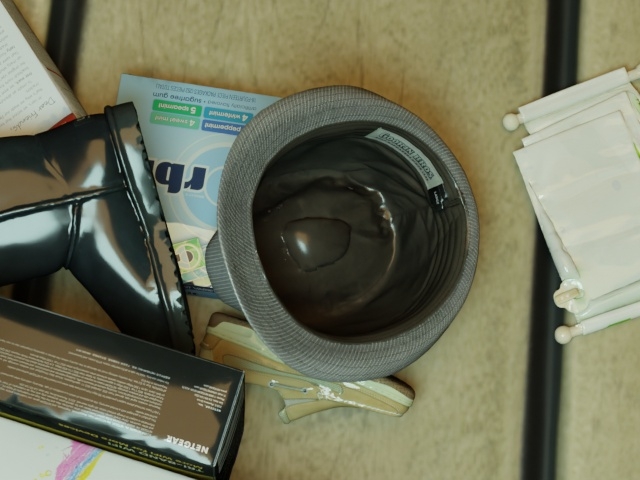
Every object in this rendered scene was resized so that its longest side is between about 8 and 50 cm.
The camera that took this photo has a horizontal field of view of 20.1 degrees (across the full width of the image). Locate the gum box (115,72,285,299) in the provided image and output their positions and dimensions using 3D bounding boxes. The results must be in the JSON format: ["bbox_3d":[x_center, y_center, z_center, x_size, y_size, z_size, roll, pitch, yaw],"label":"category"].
[{"bbox_3d":[-0.114,-0.045,1.595,0.157,0.041,0.184,8,74,0],"label":"gum box"}]

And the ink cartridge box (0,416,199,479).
[{"bbox_3d":[-0.174,0.258,1.413,0.354,0.207,0.119,17,58,3],"label":"ink cartridge box"}]

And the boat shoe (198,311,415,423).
[{"bbox_3d":[-0.015,0.124,1.546,0.190,0.068,0.072,19,86,13],"label":"boat shoe"}]

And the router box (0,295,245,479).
[{"bbox_3d":[-0.216,0.118,1.442,0.309,0.243,0.081,17,75,3],"label":"router box"}]

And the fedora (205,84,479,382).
[{"bbox_3d":[0.000,0.000,1.516,0.275,0.124,0.243,-26,95,-35],"label":"fedora"}]

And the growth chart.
[{"bbox_3d":[0.262,-0.038,1.619,0.172,0.021,0.237,-13,75,-6],"label":"growth chart"}]

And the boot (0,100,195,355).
[{"bbox_3d":[-0.224,0.021,1.492,0.207,0.094,0.246,-15,99,-3],"label":"boot"}]

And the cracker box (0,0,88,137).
[{"bbox_3d":[-0.310,-0.126,1.580,0.156,0.067,0.232,-35,77,6],"label":"cracker box"}]
